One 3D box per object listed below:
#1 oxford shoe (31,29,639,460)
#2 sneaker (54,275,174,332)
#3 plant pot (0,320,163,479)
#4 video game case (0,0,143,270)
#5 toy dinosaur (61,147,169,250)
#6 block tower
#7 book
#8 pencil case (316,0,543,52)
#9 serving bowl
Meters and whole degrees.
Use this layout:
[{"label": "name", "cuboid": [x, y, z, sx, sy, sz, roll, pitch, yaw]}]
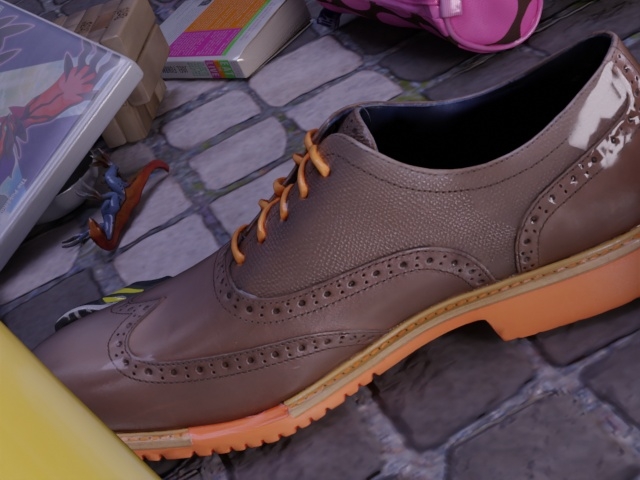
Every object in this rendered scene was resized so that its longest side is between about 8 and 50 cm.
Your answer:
[{"label": "oxford shoe", "cuboid": [0.000, 0.000, 0.643, 0.364, 0.132, 0.130, -22, 31, 3]}, {"label": "sneaker", "cuboid": [-0.118, 0.044, 0.764, 0.083, 0.031, 0.035, -14, 18, 8]}, {"label": "plant pot", "cuboid": [-0.129, 0.145, 0.402, 0.254, 0.239, 0.254, -18, 30, 11]}, {"label": "video game case", "cuboid": [-0.253, -0.079, 0.929, 0.183, 0.023, 0.201, 27, 76, 31]}, {"label": "toy dinosaur", "cuboid": [-0.142, -0.027, 0.879, 0.090, 0.047, 0.082, -17, 48, -10]}, {"label": "block tower", "cuboid": [-0.288, -0.100, 1.040, 0.336, 0.091, 0.097, -15, 31, 16]}, {"label": "book", "cuboid": [-0.091, -0.174, 1.080, 0.144, 0.035, 0.096, 7, 45, 42]}, {"label": "pencil case", "cuboid": [0.067, -0.194, 0.946, 0.098, 0.095, 0.209, -1, 15, -32]}, {"label": "serving bowl", "cuboid": [-0.201, -0.036, 0.940, 0.083, 0.027, 0.083, -17, 31, 11]}]
